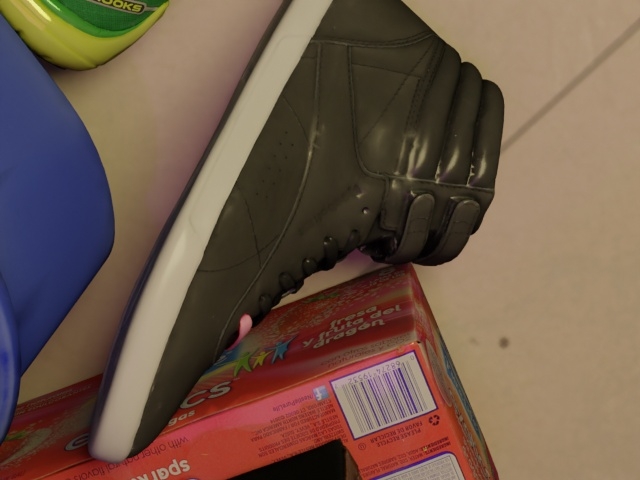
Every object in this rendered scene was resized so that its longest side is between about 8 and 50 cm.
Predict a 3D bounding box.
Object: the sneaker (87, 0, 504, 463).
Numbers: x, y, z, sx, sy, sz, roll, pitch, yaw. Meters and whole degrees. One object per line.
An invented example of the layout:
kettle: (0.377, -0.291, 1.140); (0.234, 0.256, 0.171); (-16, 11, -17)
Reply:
sneaker: (0.000, 0.000, 0.730); (0.146, 0.104, 0.296); (30, 70, -9)

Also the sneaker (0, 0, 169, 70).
sneaker: (-0.168, -0.231, 0.730); (0.123, 0.109, 0.296); (-34, 108, 1)

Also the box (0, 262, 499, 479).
box: (-0.059, 0.146, 0.802); (0.299, 0.142, 0.154); (-22, 104, 8)

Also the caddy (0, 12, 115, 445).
caddy: (-0.267, -0.029, 0.705); (0.241, 0.179, 0.341); (-30, 104, 35)

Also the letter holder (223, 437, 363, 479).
letter holder: (-0.089, 0.265, 0.689); (0.301, 0.152, 0.214); (-20, 109, 8)
